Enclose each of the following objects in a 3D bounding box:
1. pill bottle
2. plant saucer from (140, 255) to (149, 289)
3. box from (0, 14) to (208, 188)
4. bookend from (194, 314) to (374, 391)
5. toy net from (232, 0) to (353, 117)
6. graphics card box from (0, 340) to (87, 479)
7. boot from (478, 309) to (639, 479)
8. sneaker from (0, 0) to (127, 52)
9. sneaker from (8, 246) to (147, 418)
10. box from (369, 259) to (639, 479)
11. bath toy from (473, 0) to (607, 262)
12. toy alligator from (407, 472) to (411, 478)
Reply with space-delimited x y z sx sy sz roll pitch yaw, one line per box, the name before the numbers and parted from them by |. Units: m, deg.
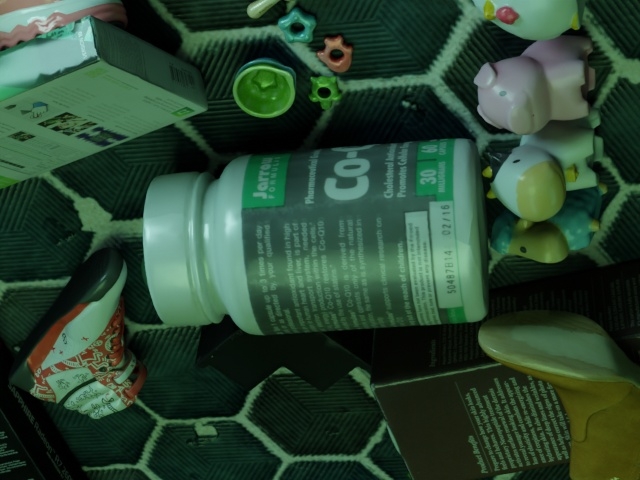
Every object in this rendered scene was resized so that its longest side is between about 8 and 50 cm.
pill bottle | 0.000 0.000 1.768 0.361 0.204 0.204 -4 128 9
plant saucer | -0.161 0.047 1.941 0.119 0.021 0.119 3 129 4
box | -0.314 -0.134 1.705 0.322 0.058 0.232 -20 165 19
bookend | -0.042 0.129 1.962 0.157 0.072 0.156 35 125 -22
toy net | -0.021 -0.231 1.686 0.122 0.045 0.232 9 129 -1
graphics card box | -0.467 0.284 2.120 0.233 0.094 0.371 -13 125 16
boot | 0.299 0.193 1.784 0.295 0.104 0.211 9 129 -6
sneaker | -0.357 -0.252 1.672 0.314 0.116 0.136 -9 85 8
sneaker | -0.263 0.120 1.970 0.145 0.090 0.270 29 130 -18
box | 0.268 0.161 1.914 0.381 0.143 0.191 -13 127 14
bath toy | 0.219 -0.145 1.671 0.129 0.151 0.348 2 126 19
toy alligator | 0.192 0.284 2.075 0.190 0.051 0.056 -27 122 25
